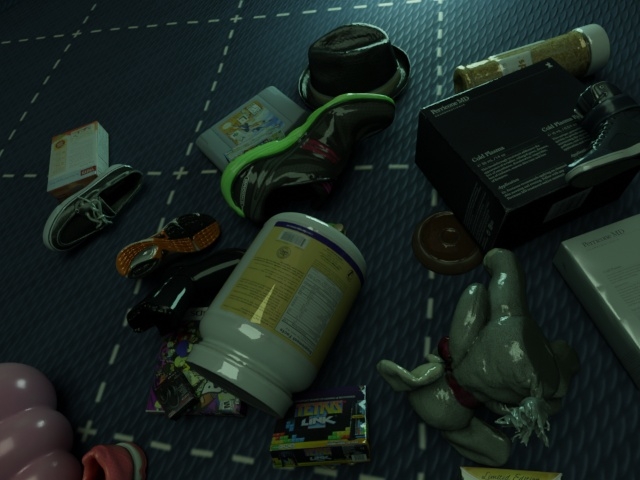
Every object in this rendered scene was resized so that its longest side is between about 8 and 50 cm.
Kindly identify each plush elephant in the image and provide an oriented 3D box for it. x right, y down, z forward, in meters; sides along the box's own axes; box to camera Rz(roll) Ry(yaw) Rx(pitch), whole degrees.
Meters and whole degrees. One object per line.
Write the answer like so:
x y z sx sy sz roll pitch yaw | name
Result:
0.261 0.227 0.783 0.256 0.271 0.330 -30 11 37 | plush elephant

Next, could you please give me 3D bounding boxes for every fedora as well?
0.085 -0.510 1.294 0.335 0.152 0.333 -6 59 10 | fedora

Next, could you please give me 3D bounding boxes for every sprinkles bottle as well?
0.529 -0.437 1.163 0.356 0.121 0.121 -16 58 4 | sprinkles bottle

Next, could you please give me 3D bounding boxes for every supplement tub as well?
-0.078 0.138 0.877 0.241 0.241 0.331 19 62 23 | supplement tub

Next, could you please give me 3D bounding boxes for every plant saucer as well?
0.289 -0.004 1.019 0.169 0.029 0.168 -6 58 9 | plant saucer

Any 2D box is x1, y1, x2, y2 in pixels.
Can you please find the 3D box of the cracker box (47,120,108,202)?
-0.730 -0.240 1.381 0.156 0.067 0.232 -19 57 3 | cracker box

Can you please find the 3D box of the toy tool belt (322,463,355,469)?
0.024 0.392 0.834 0.084 0.051 0.052 10 63 18 | toy tool belt

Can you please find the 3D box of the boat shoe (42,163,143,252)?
-0.602 -0.083 1.231 0.105 0.113 0.306 18 56 38 | boat shoe

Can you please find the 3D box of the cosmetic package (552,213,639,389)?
0.689 0.070 0.839 0.378 0.097 0.284 -20 59 1 | cosmetic package

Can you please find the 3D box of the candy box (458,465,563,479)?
0.303 0.483 0.702 0.159 0.071 0.233 -3 59 12 | candy box

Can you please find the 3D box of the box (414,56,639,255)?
0.435 -0.187 0.987 0.344 0.178 0.312 -23 59 -7 | box

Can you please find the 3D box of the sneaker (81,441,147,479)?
-0.396 0.523 0.809 0.116 0.136 0.313 -16 58 5 | sneaker

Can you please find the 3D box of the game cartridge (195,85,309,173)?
-0.189 -0.310 1.302 0.297 0.062 0.198 -40 55 -11 | game cartridge

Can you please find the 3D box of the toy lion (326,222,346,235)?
0.000 0.000 1.087 0.096 0.034 0.100 15 64 30 | toy lion

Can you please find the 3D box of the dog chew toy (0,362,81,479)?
-0.597 0.402 0.899 0.332 0.206 0.206 41 76 22 | dog chew toy

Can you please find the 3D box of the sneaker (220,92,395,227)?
-0.007 -0.193 1.142 0.483 0.185 0.202 -34 76 -3 | sneaker

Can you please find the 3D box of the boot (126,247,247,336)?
-0.273 0.115 0.995 0.247 0.094 0.207 -11 26 14 | boot

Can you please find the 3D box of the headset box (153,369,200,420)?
-0.288 0.315 0.917 0.062 0.032 0.083 -40 58 -9 | headset box

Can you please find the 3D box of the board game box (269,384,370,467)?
0.004 0.337 0.834 0.171 0.048 0.141 -8 25 8 | board game box

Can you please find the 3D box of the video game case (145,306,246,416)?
-0.249 0.256 0.986 0.211 0.041 0.231 -3 60 13 | video game case

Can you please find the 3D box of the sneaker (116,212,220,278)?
-0.380 0.010 1.135 0.263 0.121 0.099 -27 95 -26 | sneaker

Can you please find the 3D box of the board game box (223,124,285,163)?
-0.174 -0.246 1.185 0.154 0.026 0.103 -33 26 -6 | board game box

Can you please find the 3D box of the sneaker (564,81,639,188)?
0.491 -0.192 0.817 0.226 0.086 0.163 -21 69 -18 | sneaker
